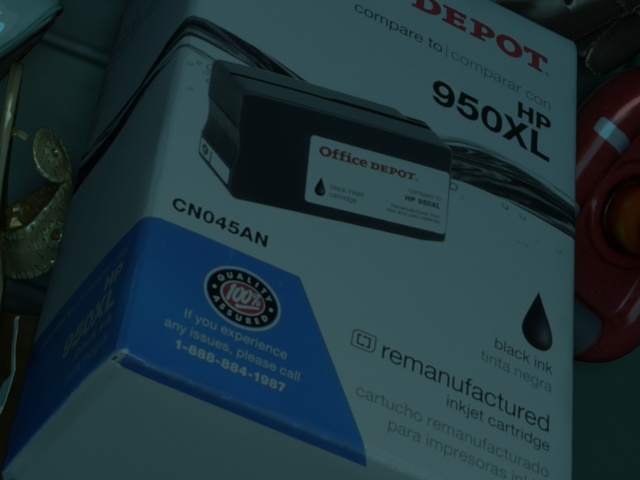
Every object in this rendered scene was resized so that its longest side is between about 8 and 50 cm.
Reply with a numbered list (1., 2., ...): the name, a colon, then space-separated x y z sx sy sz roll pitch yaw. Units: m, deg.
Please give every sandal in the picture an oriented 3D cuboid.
1. sandal: -0.185 -0.001 1.181 0.079 0.088 0.240 11 113 -9

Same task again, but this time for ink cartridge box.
1. ink cartridge box: 0.000 0.000 1.104 0.285 0.166 0.395 24 47 -19

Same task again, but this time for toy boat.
1. toy boat: 0.234 -0.016 1.268 0.151 0.151 0.231 38 86 -26

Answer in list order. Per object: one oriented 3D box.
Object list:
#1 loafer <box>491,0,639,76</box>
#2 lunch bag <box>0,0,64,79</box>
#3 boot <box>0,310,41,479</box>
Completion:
1. loafer: 0.208 -0.194 1.300 0.365 0.134 0.130 -12 120 1
2. lunch bag: -0.295 -0.107 1.161 0.279 0.224 0.108 -41 97 -5
3. boot: -0.332 0.172 1.226 0.264 0.096 0.281 4 90 -8
